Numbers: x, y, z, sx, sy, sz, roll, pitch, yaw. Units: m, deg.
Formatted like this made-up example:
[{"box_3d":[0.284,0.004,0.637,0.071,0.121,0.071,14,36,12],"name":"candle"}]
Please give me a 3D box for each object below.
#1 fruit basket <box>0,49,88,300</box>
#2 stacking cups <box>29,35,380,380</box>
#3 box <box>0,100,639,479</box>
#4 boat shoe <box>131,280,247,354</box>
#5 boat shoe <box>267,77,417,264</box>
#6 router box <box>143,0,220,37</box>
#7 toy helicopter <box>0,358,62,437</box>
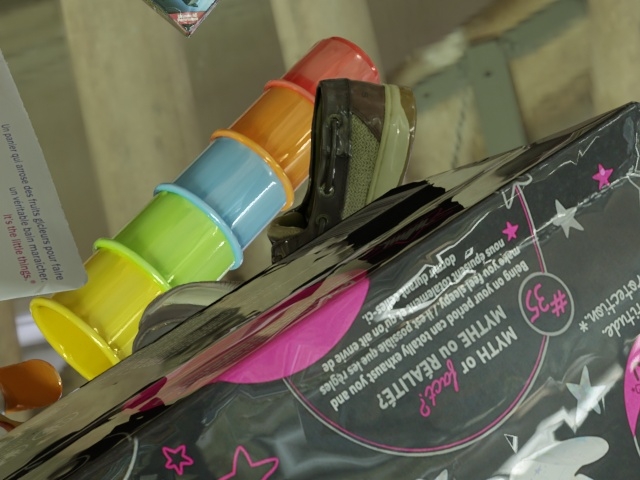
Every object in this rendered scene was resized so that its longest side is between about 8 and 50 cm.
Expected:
[{"box_3d":[-0.316,-0.040,0.674,0.353,0.327,0.165,-6,130,-23],"name":"fruit basket"},{"box_3d":[-0.071,-0.026,1.077,0.316,0.096,0.096,-46,-178,-27],"name":"stacking cups"},{"box_3d":[0.010,0.083,0.486,0.247,0.142,0.163,-32,-173,-30],"name":"box"},{"box_3d":[0.042,0.121,0.757,0.355,0.130,0.132,17,162,25],"name":"boat shoe"},{"box_3d":[0.000,0.000,0.649,0.049,0.152,0.056,14,-169,-9],"name":"boat shoe"},{"box_3d":[-0.115,-0.226,1.095,0.092,0.122,0.038,-51,-175,-5],"name":"router box"},{"box_3d":[-0.282,0.184,1.313,0.355,0.140,0.235,2,-160,-4],"name":"toy helicopter"}]
